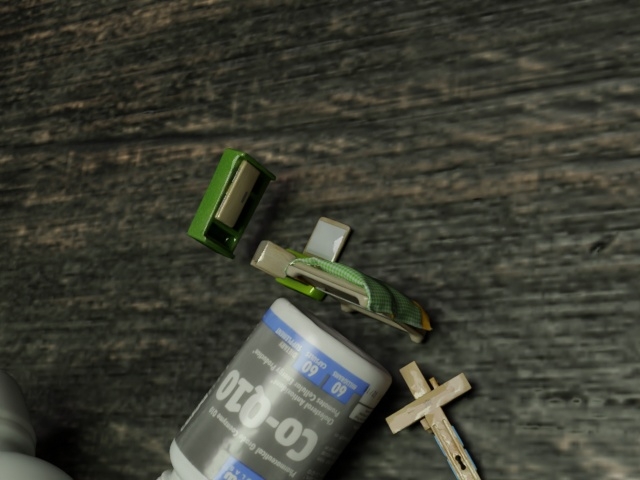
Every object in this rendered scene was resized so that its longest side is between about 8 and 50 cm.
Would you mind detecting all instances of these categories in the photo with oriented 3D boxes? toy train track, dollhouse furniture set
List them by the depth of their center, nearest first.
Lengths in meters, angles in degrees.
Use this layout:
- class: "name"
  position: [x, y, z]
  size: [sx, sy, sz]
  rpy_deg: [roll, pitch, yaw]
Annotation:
- class: "toy train track"
  position: [0.066, 0.102, 0.561]
  size: [0.048, 0.014, 0.083]
  rpy_deg: [-32, 62, 6]
- class: "dollhouse furniture set"
  position: [0.000, 0.000, 0.604]
  size: [0.152, 0.076, 0.058]
  rpy_deg: [21, 82, 36]

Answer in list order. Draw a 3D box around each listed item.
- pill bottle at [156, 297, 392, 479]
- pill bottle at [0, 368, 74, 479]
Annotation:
- class: "pill bottle"
  position: [-0.031, 0.106, 0.574]
  size: [0.078, 0.078, 0.137]
  rpy_deg: [35, 89, 36]
- class: "pill bottle"
  position: [-0.185, 0.219, 0.558]
  size: [0.169, 0.169, 0.301]
  rpy_deg: [-34, 57, 13]
